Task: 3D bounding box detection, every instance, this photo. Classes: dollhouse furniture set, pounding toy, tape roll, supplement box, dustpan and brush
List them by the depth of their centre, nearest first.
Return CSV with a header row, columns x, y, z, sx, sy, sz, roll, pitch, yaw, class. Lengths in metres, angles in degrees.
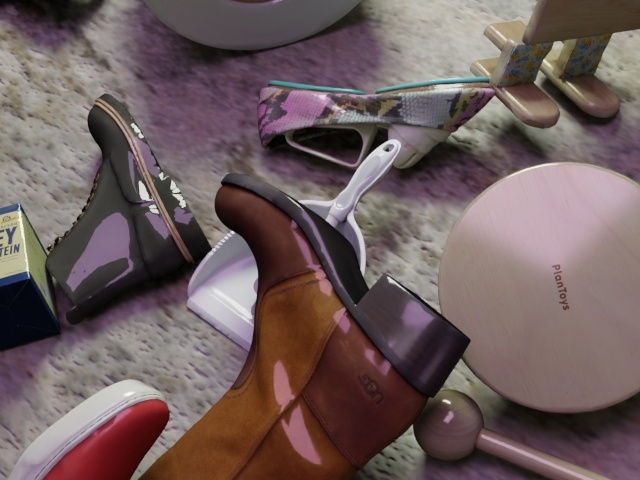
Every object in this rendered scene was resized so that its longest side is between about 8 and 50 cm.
x,y,z,sx,sy,sz,roll,pitch,yaw,class
0.177,0.065,0.890,0.183,0.110,0.237,14,85,11,pounding toy
0.000,0.000,0.975,0.147,0.060,0.211,33,66,28,dustpan and brush
0.285,-0.195,0.981,0.242,0.212,0.161,-13,49,-31,dollhouse furniture set
-0.261,0.031,0.984,0.056,0.083,0.083,-16,52,-3,supplement box
-0.069,-0.326,1.113,0.246,0.246,0.169,-15,52,-1,tape roll

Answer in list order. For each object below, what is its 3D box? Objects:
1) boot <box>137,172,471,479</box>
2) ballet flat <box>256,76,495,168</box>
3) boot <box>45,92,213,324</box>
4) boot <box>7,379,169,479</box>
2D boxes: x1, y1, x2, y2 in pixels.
x,y,z,sx,sy,sz,roll,pitch,yaw,class
-0.061,0.113,0.878,0.264,0.096,0.280,40,93,28,boot
0.046,-0.103,1.041,0.221,0.077,0.079,2,87,21,ballet flat
-0.199,-0.033,1.031,0.137,0.077,0.198,-31,54,-7,boot
-0.154,0.231,0.799,0.176,0.088,0.244,39,90,30,boot
